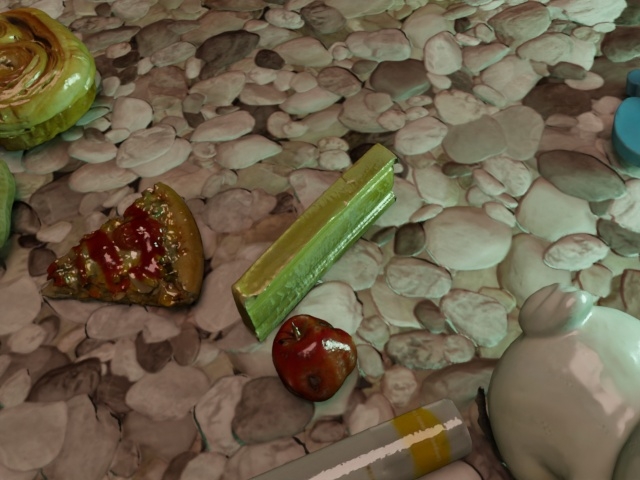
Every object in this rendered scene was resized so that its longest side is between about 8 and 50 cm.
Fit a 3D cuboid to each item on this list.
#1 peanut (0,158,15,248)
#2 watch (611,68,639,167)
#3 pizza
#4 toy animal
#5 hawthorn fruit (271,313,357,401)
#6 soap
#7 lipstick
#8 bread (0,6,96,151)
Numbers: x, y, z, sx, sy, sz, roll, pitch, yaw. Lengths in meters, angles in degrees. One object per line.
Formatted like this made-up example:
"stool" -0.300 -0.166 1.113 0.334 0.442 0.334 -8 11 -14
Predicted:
"peanut" -0.430 -0.041 0.788 0.080 0.080 0.175 -14 53 -4
"watch" 0.460 -0.193 0.727 0.210 0.193 0.211 -2 56 3
"pizza" -0.239 0.018 0.738 0.198 0.062 0.188 -22 53 -8
"toy animal" 0.263 0.145 0.454 0.182 0.310 0.247 -1 97 -17
"hawthorn fruit" -0.009 0.113 0.626 0.093 0.093 0.093 -3 55 4
"soap" -0.001 0.000 0.704 0.037 0.092 0.252 34 65 24
"lipstick" 0.008 0.218 0.569 0.263 0.059 0.059 -21 55 -9
"bread" -0.433 -0.238 0.904 0.198 0.120 0.236 -38 60 -18
